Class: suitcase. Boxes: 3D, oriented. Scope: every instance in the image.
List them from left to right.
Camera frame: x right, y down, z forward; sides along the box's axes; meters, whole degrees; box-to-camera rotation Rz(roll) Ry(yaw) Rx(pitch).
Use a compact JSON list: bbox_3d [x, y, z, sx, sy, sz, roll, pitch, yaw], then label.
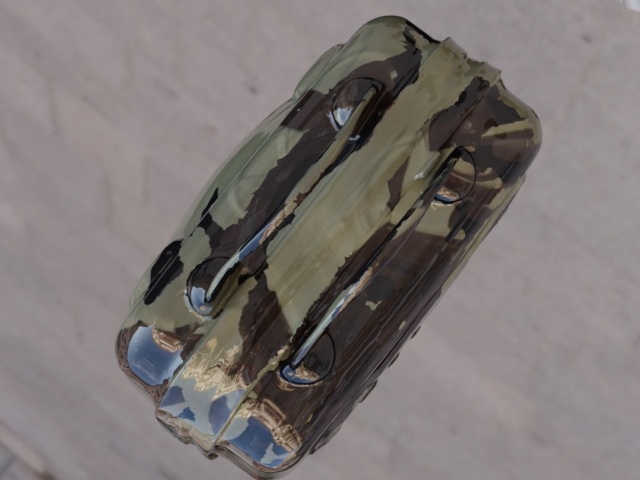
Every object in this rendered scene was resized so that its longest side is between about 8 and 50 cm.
[{"bbox_3d":[0.000,0.000,1.292,0.194,0.351,0.339,37,172,4],"label":"suitcase"}]

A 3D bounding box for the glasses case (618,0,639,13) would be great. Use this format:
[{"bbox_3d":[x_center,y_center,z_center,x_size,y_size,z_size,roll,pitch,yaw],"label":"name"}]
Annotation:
[{"bbox_3d":[0.377,-0.243,1.656,0.081,0.204,0.051,-67,-32,-76],"label":"glasses case"}]
